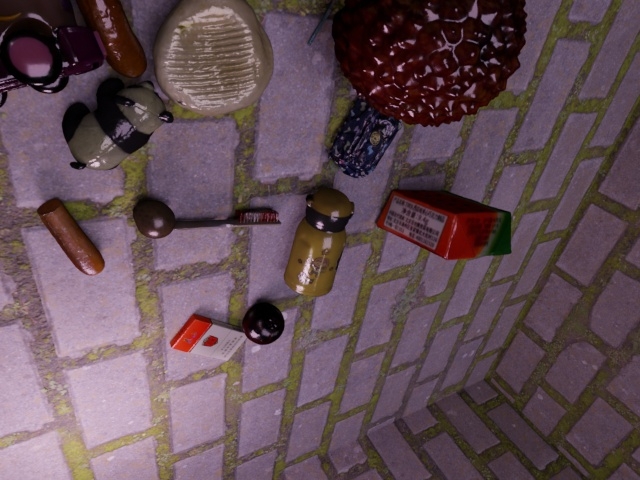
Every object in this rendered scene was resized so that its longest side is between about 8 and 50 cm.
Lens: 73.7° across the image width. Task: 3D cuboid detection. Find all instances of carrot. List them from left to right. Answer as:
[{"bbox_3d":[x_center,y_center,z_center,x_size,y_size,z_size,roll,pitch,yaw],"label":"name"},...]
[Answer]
[{"bbox_3d":[-0.598,0.004,1.038,0.067,0.067,0.225,-26,133,-16],"label":"carrot"}]

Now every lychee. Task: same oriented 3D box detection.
[{"bbox_3d":[0.224,-0.498,0.987,0.424,0.500,0.424,-47,179,-1],"label":"lychee"}]

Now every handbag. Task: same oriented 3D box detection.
[{"bbox_3d":[0.144,-0.312,1.280,0.162,0.113,0.260,23,101,-51],"label":"handbag"}]

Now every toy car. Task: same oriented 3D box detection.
[{"bbox_3d":[-0.554,-0.346,0.685,0.341,0.271,0.240,-24,114,-22],"label":"toy car"}]

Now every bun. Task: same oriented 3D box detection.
[{"bbox_3d":[-0.225,-0.400,0.920,0.259,0.160,0.259,-8,116,-17],"label":"bun"}]

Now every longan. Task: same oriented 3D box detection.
[{"bbox_3d":[-0.430,-0.055,1.094,0.114,0.092,0.113,10,142,8],"label":"longan"}]

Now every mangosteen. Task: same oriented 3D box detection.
[{"bbox_3d":[-0.204,0.294,1.501,0.153,0.152,0.152,-19,132,-22],"label":"mangosteen"}]

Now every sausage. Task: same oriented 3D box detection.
[{"bbox_3d":[-0.405,-0.448,0.792,0.076,0.102,0.302,-1,130,6],"label":"sausage"}]

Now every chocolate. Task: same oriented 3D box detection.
[{"bbox_3d":[0.449,-0.067,1.523,0.341,0.360,0.161,-3,111,-34],"label":"chocolate"}]

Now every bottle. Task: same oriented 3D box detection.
[{"bbox_3d":[0.000,0.000,1.378,0.172,0.171,0.351,-4,126,-33],"label":"bottle"}]

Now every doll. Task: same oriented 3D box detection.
[{"bbox_3d":[-0.429,-0.241,0.904,0.234,0.135,0.143,-36,138,3],"label":"doll"}]

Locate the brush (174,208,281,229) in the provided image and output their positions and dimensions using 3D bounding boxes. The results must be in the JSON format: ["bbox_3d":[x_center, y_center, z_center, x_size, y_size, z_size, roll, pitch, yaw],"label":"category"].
[{"bbox_3d":[-0.264,-0.062,1.228,0.321,0.060,0.050,-5,113,-33],"label":"brush"}]

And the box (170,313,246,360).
[{"bbox_3d":[-0.379,0.340,1.479,0.139,0.035,0.245,-49,137,8],"label":"box"}]

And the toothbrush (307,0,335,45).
[{"bbox_3d":[0.017,-0.561,1.062,0.011,0.014,0.167,16,113,-52],"label":"toothbrush"}]
